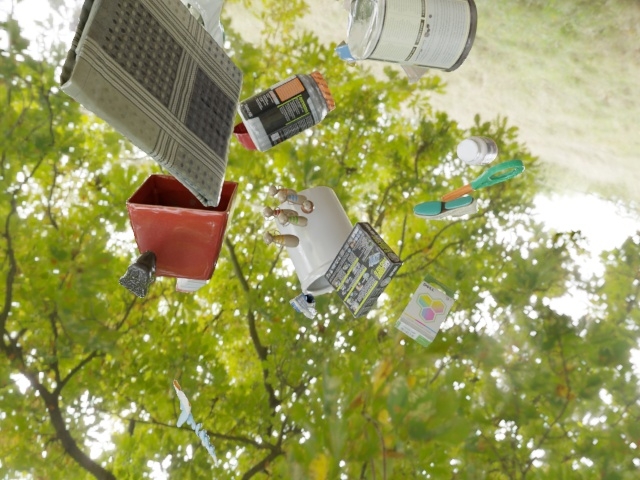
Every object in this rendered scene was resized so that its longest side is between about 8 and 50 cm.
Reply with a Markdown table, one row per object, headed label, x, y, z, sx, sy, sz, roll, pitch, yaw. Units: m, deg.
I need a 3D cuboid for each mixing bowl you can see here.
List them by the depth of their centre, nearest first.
| label | x | y | z | sx | sy | sz | roll | pitch | yaw |
| --- | --- | --- | --- | --- | --- | --- | --- | --- | --- |
| mixing bowl | -0.281 | -0.447 | 2.309 | 0.181 | 0.098 | 0.181 | -9 | -149 | 5 |

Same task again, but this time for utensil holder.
| label | x | y | z | sx | sy | sz | roll | pitch | yaw |
| --- | --- | --- | --- | --- | --- | --- | --- | --- | --- |
| utensil holder | 0.000 | 0.000 | 2.392 | 0.327 | 0.327 | 0.386 | -8 | -115 | -42 |

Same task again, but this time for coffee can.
| label | x | y | z | sx | sy | sz | roll | pitch | yaw |
| --- | --- | --- | --- | --- | --- | --- | --- | --- | --- |
| coffee can | 0.233 | -0.555 | 1.398 | 0.275 | 0.202 | 0.202 | 0 | -143 | -21 |

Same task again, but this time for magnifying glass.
| label | x | y | z | sx | sy | sz | roll | pitch | yaw |
| --- | --- | --- | --- | --- | --- | --- | --- | --- | --- |
| magnifying glass | 0.413 | -0.150 | 1.387 | 0.092 | 0.231 | 0.026 | 2 | -113 | -43 |

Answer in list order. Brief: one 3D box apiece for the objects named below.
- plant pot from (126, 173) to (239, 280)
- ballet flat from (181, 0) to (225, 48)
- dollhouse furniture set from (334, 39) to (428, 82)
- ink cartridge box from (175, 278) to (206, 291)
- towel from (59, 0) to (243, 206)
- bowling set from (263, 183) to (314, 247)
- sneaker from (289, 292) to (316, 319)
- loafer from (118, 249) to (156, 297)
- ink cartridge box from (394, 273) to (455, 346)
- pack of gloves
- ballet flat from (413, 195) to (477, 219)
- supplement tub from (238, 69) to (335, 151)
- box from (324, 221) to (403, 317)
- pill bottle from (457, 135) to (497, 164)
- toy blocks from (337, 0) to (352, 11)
| label | x | y | z | sx | sy | sz | roll | pitch | yaw |
| --- | --- | --- | --- | --- | --- | --- | --- | --- | --- |
| plant pot | -0.390 | -0.033 | 1.569 | 0.266 | 0.236 | 0.267 | 6 | -156 | -4 |
| ballet flat | -0.306 | -0.540 | 1.301 | 0.139 | 0.139 | 0.400 | 16 | 173 | -12 |
| dollhouse furniture set | 0.249 | -0.670 | 1.797 | 0.198 | 0.286 | 0.303 | 47 | 168 | -26 |
| ink cartridge box | -0.460 | 0.109 | 1.946 | 0.072 | 0.175 | 0.128 | 12 | -110 | -25 |
| towel | -0.246 | -0.253 | 0.851 | 0.324 | 0.056 | 0.313 | 45 | -138 | -50 |
| bowling set | -0.131 | -0.130 | 2.147 | 0.154 | 0.200 | 0.287 | 7 | -117 | -28 |
| sneaker | -0.035 | 0.186 | 1.560 | 0.052 | 0.058 | 0.135 | 47 | -176 | 28 |
| loafer | -0.461 | 0.087 | 1.404 | 0.080 | 0.220 | 0.078 | 38 | -122 | -13 |
| ink cartridge box | 0.317 | 0.192 | 1.577 | 0.108 | 0.062 | 0.209 | 33 | -116 | 8 |
| pack of gloves | -0.334 | 0.488 | 1.395 | 0.046 | 0.232 | 0.195 | -28 | -116 | -23 |
| ballet flat | 0.324 | -0.075 | 1.403 | 0.168 | 0.052 | 0.057 | -7 | -135 | 31 |
| supplement tub | -0.120 | -0.466 | 1.922 | 0.315 | 0.194 | 0.194 | -27 | -136 | -3 |
| box | 0.144 | 0.103 | 1.905 | 0.060 | 0.270 | 0.216 | -4 | -136 | -43 |
| pill bottle | 0.586 | -0.338 | 2.035 | 0.108 | 0.108 | 0.180 | 39 | -151 | 25 |
| toy blocks | -0.014 | -0.828 | 1.475 | 0.288 | 0.260 | 0.309 | 5 | -145 | -31 |
